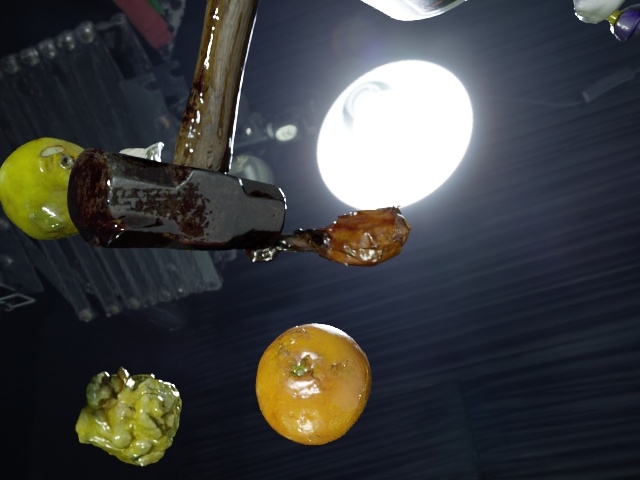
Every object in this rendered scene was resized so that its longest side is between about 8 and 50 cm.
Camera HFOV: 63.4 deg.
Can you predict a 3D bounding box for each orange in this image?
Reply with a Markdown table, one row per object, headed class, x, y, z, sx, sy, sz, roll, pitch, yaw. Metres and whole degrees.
| class | x | y | z | sx | sy | sz | roll | pitch | yaw |
| --- | --- | --- | --- | --- | --- | --- | --- | --- | --- |
| orange | -0.014 | 0.299 | 1.090 | 0.246 | 0.246 | 0.246 | -16 | -90 | -77 |

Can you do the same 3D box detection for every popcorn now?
| class | x | y | z | sx | sy | sz | roll | pitch | yaw |
| --- | --- | --- | --- | --- | --- | --- | --- | --- | --- |
| popcorn | -0.434 | 0.394 | 1.192 | 0.192 | 0.233 | 0.266 | -65 | -32 | -52 |

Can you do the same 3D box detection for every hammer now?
| class | x | y | z | sx | sy | sz | roll | pitch | yaw |
| --- | --- | --- | --- | --- | --- | --- | --- | --- | --- |
| hammer | -0.113 | -0.185 | 0.574 | 0.242 | 0.095 | 0.409 | 9 | -84 | -50 |

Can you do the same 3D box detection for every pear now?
| class | x | y | z | sx | sy | sz | roll | pitch | yaw |
| --- | --- | --- | --- | --- | --- | --- | --- | --- | --- |
| pear | -0.676 | -0.126 | 1.329 | 0.269 | 0.321 | 0.269 | 20 | -121 | -37 |

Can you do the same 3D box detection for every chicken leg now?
| class | x | y | z | sx | sy | sz | roll | pitch | yaw |
| --- | --- | --- | --- | --- | --- | --- | --- | --- | --- |
| chicken leg | 0.000 | 0.000 | 0.850 | 0.113 | 0.304 | 0.093 | -32 | -65 | -61 |

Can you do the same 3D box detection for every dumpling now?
| class | x | y | z | sx | sy | sz | roll | pitch | yaw |
| --- | --- | --- | --- | --- | --- | --- | --- | --- | --- |
| dumpling | -0.533 | -0.214 | 1.533 | 0.147 | 0.193 | 0.258 | 46 | 157 | -12 |

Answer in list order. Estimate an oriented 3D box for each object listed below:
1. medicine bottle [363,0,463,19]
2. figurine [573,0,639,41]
| class | x | y | z | sx | sy | sz | roll | pitch | yaw |
| --- | --- | --- | --- | --- | --- | --- | --- | --- | --- |
| medicine bottle | 0.069 | -0.188 | 0.300 | 0.078 | 0.115 | 0.219 | 53 | -153 | 1 |
| figurine | 0.427 | -0.478 | 0.902 | 0.193 | 0.420 | 0.154 | -58 | 2 | -27 |
